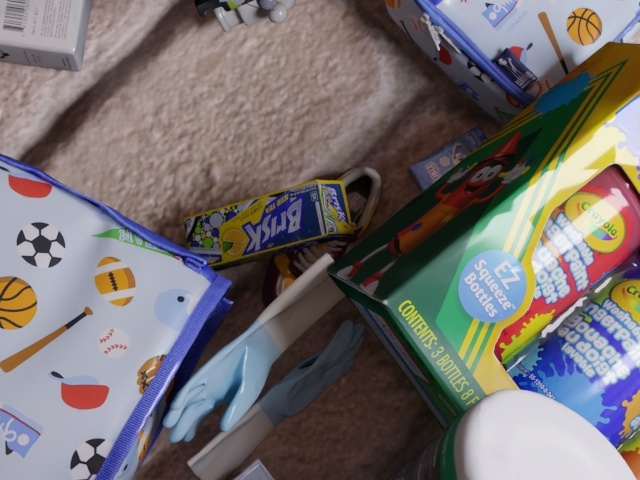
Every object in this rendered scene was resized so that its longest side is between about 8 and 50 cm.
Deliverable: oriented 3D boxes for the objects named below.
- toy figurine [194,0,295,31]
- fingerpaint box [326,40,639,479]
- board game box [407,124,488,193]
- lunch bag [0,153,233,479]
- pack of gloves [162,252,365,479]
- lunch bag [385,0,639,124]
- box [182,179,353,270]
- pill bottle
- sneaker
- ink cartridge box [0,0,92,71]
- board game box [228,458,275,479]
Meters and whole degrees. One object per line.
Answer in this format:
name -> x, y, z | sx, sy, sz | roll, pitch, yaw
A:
toy figurine -> -0.074, -0.326, 1.536 | 0.148, 0.213, 0.209 | -22, 84, 7
fingerpaint box -> 0.291, 0.096, 1.466 | 0.371, 0.163, 0.445 | -38, 109, -9
board game box -> 0.154, -0.061, 1.620 | 0.090, 0.020, 0.090 | -32, 87, -7
lunch bag -> -0.306, 0.129, 1.449 | 0.328, 0.239, 0.385 | 28, 84, 1
pack of gloves -> -0.041, 0.145, 1.494 | 0.232, 0.195, 0.046 | -42, 57, -9
lunch bag -> 0.222, -0.284, 1.594 | 0.243, 0.115, 0.303 | 45, 75, -5
box -> -0.054, -0.014, 1.535 | 0.169, 0.054, 0.059 | -15, 83, 31
pill bottle -> 0.101, 0.306, 1.326 | 0.204, 0.204, 0.361 | 43, 125, 1
sneaker -> 0.000, 0.000, 1.567 | 0.069, 0.084, 0.185 | 31, 81, -1
ink cartridge box -> -0.339, -0.266, 1.569 | 0.203, 0.086, 0.148 | 8, 82, -3
board game box -> -0.087, 0.435, 1.480 | 0.318, 0.066, 0.318 | -37, 87, -23
